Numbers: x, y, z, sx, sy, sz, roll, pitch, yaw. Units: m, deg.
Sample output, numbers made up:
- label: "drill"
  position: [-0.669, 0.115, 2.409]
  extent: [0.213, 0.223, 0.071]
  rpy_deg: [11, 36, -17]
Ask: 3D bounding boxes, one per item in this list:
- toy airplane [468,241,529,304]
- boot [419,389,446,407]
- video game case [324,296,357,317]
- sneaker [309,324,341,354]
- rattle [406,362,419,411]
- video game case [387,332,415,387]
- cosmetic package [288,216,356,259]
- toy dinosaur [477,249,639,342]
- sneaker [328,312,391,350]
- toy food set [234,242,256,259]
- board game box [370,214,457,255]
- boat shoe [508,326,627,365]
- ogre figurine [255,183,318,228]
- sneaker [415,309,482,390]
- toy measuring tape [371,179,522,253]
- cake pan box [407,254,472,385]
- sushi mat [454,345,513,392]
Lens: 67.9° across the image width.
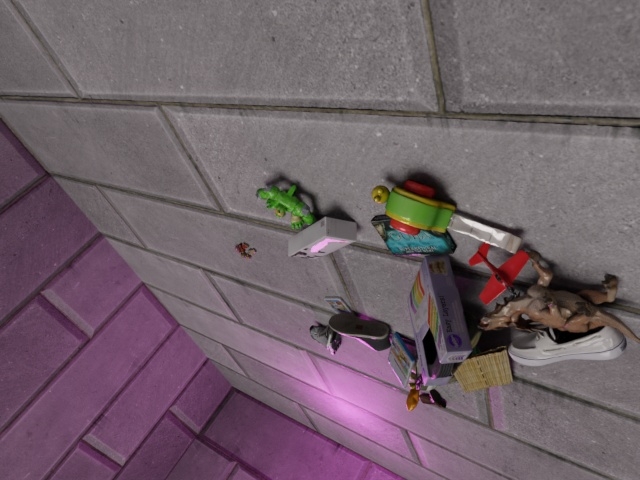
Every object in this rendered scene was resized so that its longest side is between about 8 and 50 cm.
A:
- label: "toy airplane"
  position: [0.378, 0.062, 1.030]
  extent: [0.028, 0.151, 0.151]
  rpy_deg: [8, 166, -32]
- label: "boot"
  position: [0.413, 0.601, 1.827]
  extent: [0.106, 0.037, 0.114]
  rpy_deg: [51, 152, -19]
- label: "video game case"
  position: [0.076, 0.247, 1.707]
  extent: [0.087, 0.011, 0.122]
  rpy_deg: [-8, 128, 52]
- label: "sneaker"
  position: [0.011, 0.368, 1.877]
  extent: [0.132, 0.086, 0.229]
  rpy_deg: [29, 150, 19]
- label: "rattle"
  position: [0.296, 0.483, 1.685]
  extent: [0.130, 0.143, 0.200]
  rpy_deg: [32, 162, 48]
- label: "video game case"
  position: [0.275, 0.411, 1.628]
  extent: [0.166, 0.015, 0.119]
  rpy_deg: [93, 155, -43]
- label: "cosmetic package"
  position: [0.000, 0.000, 1.351]
  extent: [0.098, 0.061, 0.239]
  rpy_deg: [7, 162, -27]
- label: "toy dinosaur"
  position: [0.506, 0.152, 1.011]
  extent: [0.295, 0.127, 0.200]
  rpy_deg: [17, 144, 24]
- label: "sneaker"
  position: [0.137, 0.331, 1.671]
  extent: [0.221, 0.083, 0.118]
  rpy_deg: [10, 142, 26]
- label: "toy food set"
  position: [-0.290, 0.040, 1.798]
  extent: [0.078, 0.019, 0.122]
  rpy_deg: [40, 150, -5]
- label: "board game box"
  position: [0.225, -0.016, 1.166]
  extent: [0.186, 0.026, 0.126]
  rpy_deg: [-5, 130, 50]
- label: "boat shoe"
  position: [0.548, 0.228, 1.100]
  extent: [0.088, 0.096, 0.267]
  rpy_deg: [50, 147, -14]
- label: "ogre figurine"
  position: [-0.095, -0.102, 1.326]
  extent: [0.197, 0.096, 0.118]
  rpy_deg: [49, 170, 9]
- label: "sneaker"
  position: [0.407, 0.323, 1.389]
  extent: [0.181, 0.158, 0.410]
  rpy_deg: [5, 147, -5]
- label: "toy measuring tape"
  position: [0.251, -0.046, 0.999]
  extent: [0.329, 0.121, 0.121]
  rpy_deg: [25, 148, 22]
- label: "cake pan box"
  position: [0.292, 0.210, 1.195]
  extent: [0.070, 0.267, 0.246]
  rpy_deg: [-4, 147, -2]
- label: "sushi mat"
  position: [0.452, 0.365, 1.321]
  extent: [0.151, 0.019, 0.316]
  rpy_deg: [-17, 144, 15]
